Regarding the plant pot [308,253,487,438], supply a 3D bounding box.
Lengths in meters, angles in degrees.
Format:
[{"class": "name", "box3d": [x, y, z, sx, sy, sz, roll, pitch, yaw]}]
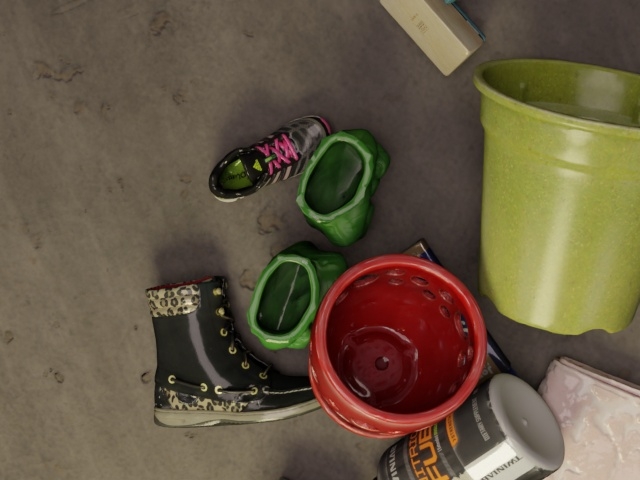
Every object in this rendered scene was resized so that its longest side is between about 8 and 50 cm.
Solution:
[{"class": "plant pot", "box3d": [0.074, 0.127, 1.572, 0.191, 0.174, 0.191, 3, 74, -9]}]

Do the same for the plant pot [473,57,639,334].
[{"class": "plant pot", "box3d": [0.283, -0.043, 1.542, 0.276, 0.276, 0.254, 12, 110, 9]}]

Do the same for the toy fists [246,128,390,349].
[{"class": "toy fists", "box3d": [0.000, 0.000, 1.636, 0.096, 0.142, 0.279, 22, 93, 1]}]

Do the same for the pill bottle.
[{"class": "pill bottle", "box3d": [0.156, 0.270, 1.643, 0.245, 0.130, 0.130, -40, 89, 29]}]

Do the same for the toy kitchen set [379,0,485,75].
[{"class": "toy kitchen set", "box3d": [0.203, -0.319, 1.606, 0.122, 0.166, 0.207, 49, 139, 2]}]

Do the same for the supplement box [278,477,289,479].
[{"class": "supplement box", "box3d": [-0.044, 0.424, 1.724, 0.111, 0.114, 0.220, 21, 100, 6]}]

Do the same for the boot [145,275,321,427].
[{"class": "boot", "box3d": [-0.101, 0.132, 1.711, 0.236, 0.085, 0.179, -7, 93, 10]}]

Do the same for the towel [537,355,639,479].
[{"class": "towel", "box3d": [0.365, 0.345, 1.669, 0.316, 0.053, 0.332, 22, 100, 7]}]

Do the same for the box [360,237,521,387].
[{"class": "box", "box3d": [0.132, 0.127, 1.691, 0.136, 0.036, 0.225, -35, 91, 13]}]

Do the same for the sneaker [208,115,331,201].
[{"class": "sneaker", "box3d": [-0.065, -0.094, 1.677, 0.170, 0.075, 0.063, -27, 92, 13]}]
